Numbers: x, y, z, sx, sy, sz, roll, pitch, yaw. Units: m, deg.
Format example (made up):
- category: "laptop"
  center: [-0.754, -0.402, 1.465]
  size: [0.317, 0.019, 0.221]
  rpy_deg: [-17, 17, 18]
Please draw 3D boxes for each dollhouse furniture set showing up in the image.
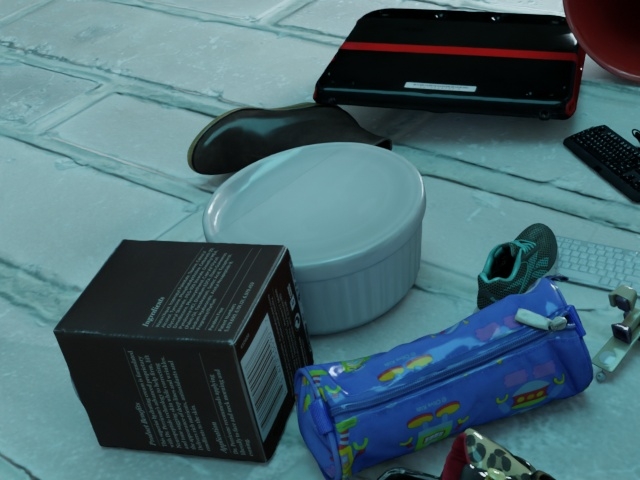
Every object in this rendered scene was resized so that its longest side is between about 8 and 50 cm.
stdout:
- category: "dollhouse furniture set"
  center: [0.333, 0.117, 1.064]
  size: [0.114, 0.091, 0.081]
  rpy_deg: [28, 65, 40]

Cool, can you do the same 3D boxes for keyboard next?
- category: "keyboard"
  center: [0.413, -0.119, 1.414]
  size: [0.100, 0.038, 0.192]
  rpy_deg: [-19, 35, -11]
- category: "keyboard"
  center: [0.350, 0.035, 1.227]
  size: [0.256, 0.014, 0.072]
  rpy_deg: [13, 41, 32]

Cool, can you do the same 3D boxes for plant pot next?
- category: "plant pot"
  center: [0.541, -0.404, 1.613]
  size: [0.275, 0.274, 0.243]
  rpy_deg: [13, 30, 32]

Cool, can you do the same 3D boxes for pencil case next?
- category: "pencil case"
  center: [0.125, 0.136, 1.044]
  size: [0.306, 0.133, 0.119]
  rpy_deg: [-19, 67, -10]

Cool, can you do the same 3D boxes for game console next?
- category: "game console"
  center: [0.212, -0.276, 1.647]
  size: [0.387, 0.060, 0.342]
  rpy_deg: [5, 35, 15]

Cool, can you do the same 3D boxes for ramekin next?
- category: "ramekin"
  center: [0.000, 0.000, 1.282]
  size: [0.273, 0.127, 0.273]
  rpy_deg: [-8, 35, 5]

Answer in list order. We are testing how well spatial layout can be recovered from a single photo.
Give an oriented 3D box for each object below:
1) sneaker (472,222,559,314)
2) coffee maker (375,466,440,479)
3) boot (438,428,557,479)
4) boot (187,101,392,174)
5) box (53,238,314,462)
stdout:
- category: "sneaker"
  center: [0.227, 0.026, 1.212]
  size: [0.065, 0.076, 0.166]
  rpy_deg: [12, 45, 30]
- category: "coffee maker"
  center: [0.106, 0.286, 0.837]
  size: [0.171, 0.120, 0.178]
  rpy_deg: [-2, 35, 12]
- category: "boot"
  center: [0.229, 0.194, 0.737]
  size: [0.284, 0.138, 0.377]
  rpy_deg: [18, 75, 1]
- category: "boot"
  center: [-0.047, -0.133, 1.522]
  size: [0.248, 0.090, 0.207]
  rpy_deg: [-24, 33, -24]
- category: "box"
  center: [-0.136, 0.113, 1.119]
  size: [0.203, 0.168, 0.167]
  rpy_deg: [3, 36, 19]
